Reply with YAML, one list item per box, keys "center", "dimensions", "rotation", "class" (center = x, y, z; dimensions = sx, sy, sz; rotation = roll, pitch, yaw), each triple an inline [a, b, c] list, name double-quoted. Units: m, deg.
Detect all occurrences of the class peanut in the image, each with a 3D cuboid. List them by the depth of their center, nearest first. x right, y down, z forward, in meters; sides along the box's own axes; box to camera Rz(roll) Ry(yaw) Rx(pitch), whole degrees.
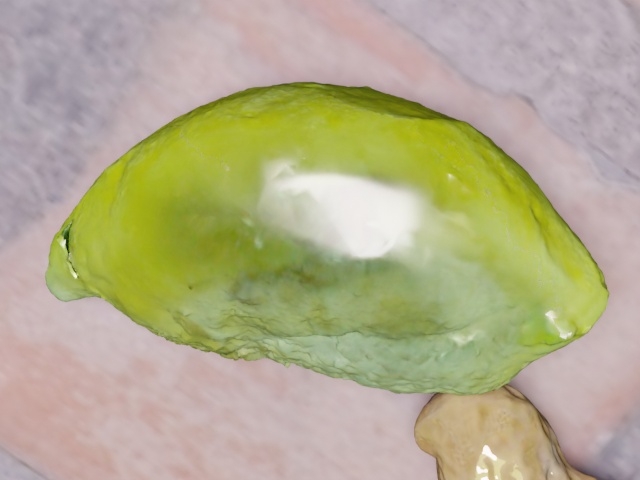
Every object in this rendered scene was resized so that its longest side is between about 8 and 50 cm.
- center: [0.111, 0.138, 0.494]
  dimensions: [0.080, 0.080, 0.174]
  rotation: [-37, 94, 10]
  class: "peanut"

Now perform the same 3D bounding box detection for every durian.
- center: [0.000, 0.000, 0.461]
  dimensions: [0.250, 0.101, 0.139]
  rotation: [12, 102, 2]
  class: "durian"
